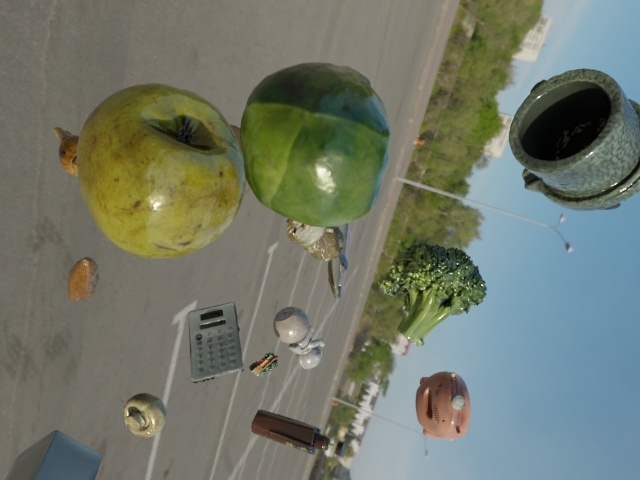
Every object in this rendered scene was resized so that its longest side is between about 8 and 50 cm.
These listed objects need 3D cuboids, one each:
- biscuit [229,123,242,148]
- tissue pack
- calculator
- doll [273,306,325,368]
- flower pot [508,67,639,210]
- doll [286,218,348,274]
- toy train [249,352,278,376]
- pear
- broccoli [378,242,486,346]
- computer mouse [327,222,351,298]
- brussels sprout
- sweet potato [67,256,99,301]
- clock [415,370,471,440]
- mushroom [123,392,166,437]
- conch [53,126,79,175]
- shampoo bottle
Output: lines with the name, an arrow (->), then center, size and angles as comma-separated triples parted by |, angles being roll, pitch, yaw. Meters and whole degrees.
biscuit -> -0.225, -0.263, 1.301 | 0.237, 0.232, 0.013 | -92, -160, -58
tissue pack -> -0.622, 0.580, 1.082 | 0.159, 0.136, 0.246 | -35, -152, 16
calculator -> -0.331, 0.310, 1.533 | 0.021, 0.161, 0.261 | 85, -10, -48
doll -> -0.080, 0.397, 1.939 | 0.287, 0.151, 0.151 | 64, 33, -26
flower pot -> 0.591, -0.211, 1.124 | 0.283, 0.299, 0.299 | 21, 87, -37
doll -> 0.006, -0.004, 1.293 | 0.105, 0.221, 0.115 | -54, -155, 0
toy train -> -0.202, 0.448, 1.772 | 0.103, 0.064, 0.044 | -41, -146, 1
pear -> -0.287, -0.112, 0.896 | 0.304, 0.304, 0.304 | 19, 90, -80
broccoli -> 0.282, 0.121, 1.258 | 0.260, 0.288, 0.235 | -38, -139, 15
computer mouse -> 0.067, 0.064, 1.830 | 0.158, 0.072, 0.310 | 77, 20, -67
brussels sprout -> -0.003, -0.153, 0.721 | 0.271, 0.219, 0.210 | -67, 166, -44
sweet potato -> -0.774, 0.125, 1.604 | 0.251, 0.097, 0.097 | -46, -168, 45
clock -> 0.423, 0.566, 1.683 | 0.241, 0.142, 0.227 | 110, -18, -67
mushroom -> -0.646, 0.642, 1.788 | 0.127, 0.166, 0.166 | -39, 147, -59
conch -> -0.805, -0.294, 1.573 | 0.109, 0.330, 0.093 | -56, 152, 15
shampoo bottle -> -0.054, 0.482, 1.209 | 0.068, 0.236, 0.067 | 55, 48, -61
